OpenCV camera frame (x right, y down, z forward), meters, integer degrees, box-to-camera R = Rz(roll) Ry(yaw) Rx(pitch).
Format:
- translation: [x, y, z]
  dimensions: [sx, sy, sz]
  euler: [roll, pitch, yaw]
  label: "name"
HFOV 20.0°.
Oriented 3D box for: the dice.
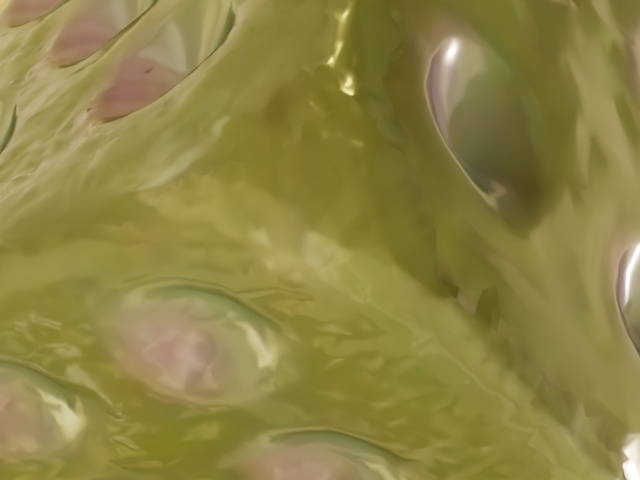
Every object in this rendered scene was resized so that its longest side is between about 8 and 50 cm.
- translation: [0.000, 0.000, 0.681]
  dimensions: [0.254, 0.250, 0.252]
  euler: [-22, -56, 37]
  label: "dice"
